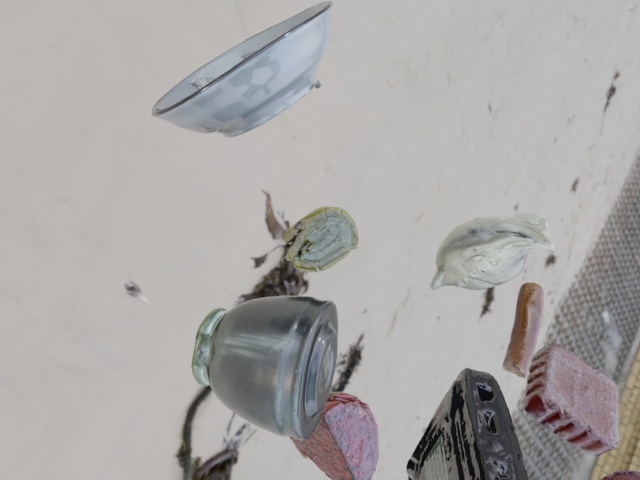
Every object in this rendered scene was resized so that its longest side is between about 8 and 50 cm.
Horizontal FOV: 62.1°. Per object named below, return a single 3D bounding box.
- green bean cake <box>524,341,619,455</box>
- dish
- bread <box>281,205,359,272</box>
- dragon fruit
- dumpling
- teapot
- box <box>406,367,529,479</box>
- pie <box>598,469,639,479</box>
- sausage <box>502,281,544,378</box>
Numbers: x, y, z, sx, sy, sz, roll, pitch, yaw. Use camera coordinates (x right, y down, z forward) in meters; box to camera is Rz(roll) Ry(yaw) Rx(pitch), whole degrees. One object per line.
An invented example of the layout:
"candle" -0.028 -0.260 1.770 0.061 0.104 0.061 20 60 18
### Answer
"green bean cake" 0.379 0.239 0.805 0.135 0.136 0.056 -53 175 -44
"dish" -0.100 -0.241 0.815 0.316 0.317 0.106 -47 119 -31
"bread" 0.000 0.000 1.073 0.156 0.064 0.117 -37 95 -7
"dragon fruit" 0.023 0.451 1.308 0.152 0.205 0.316 -46 128 -37
"dumpling" 0.413 0.008 1.342 0.187 0.318 0.242 58 32 -18
"teapot" -0.087 0.192 0.974 0.321 0.240 0.239 -46 142 -64
"box" 0.201 0.374 0.787 0.290 0.073 0.288 -82 -170 -57
"pie" 0.515 0.456 0.872 0.036 0.154 0.154 25 85 -29
"sausage" 0.604 0.266 1.571 0.302 0.076 0.102 -66 148 -27
